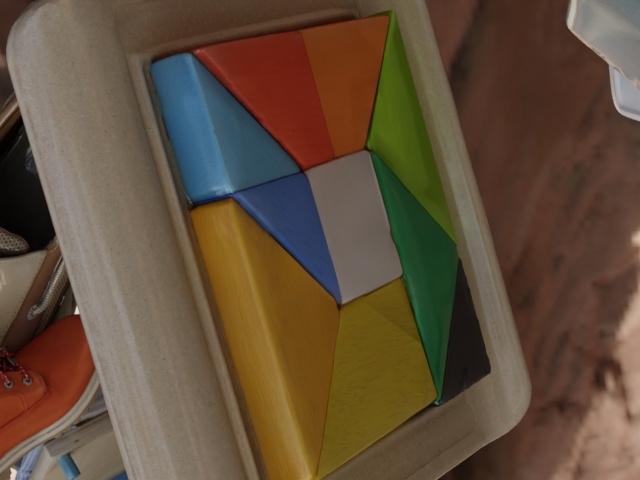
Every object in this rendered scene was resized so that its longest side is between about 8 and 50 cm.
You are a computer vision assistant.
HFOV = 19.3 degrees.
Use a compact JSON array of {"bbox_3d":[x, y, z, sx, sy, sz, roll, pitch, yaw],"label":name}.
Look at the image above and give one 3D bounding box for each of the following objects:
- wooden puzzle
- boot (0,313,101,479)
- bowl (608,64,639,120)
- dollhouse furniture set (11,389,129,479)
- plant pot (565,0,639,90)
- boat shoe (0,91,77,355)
[{"bbox_3d":[0.000,0.000,0.714,0.044,0.238,0.221,-13,95,35],"label":"wooden puzzle"},{"bbox_3d":[-0.196,0.091,1.164,0.059,0.158,0.085,26,153,41],"label":"boot"},{"bbox_3d":[0.328,-0.166,1.778,0.142,0.053,0.142,17,126,38],"label":"bowl"},{"bbox_3d":[-0.141,0.054,1.385,0.198,0.303,0.286,58,156,13],"label":"dollhouse furniture set"},{"bbox_3d":[0.343,-0.213,1.400,0.248,0.252,0.247,-46,74,-1],"label":"plant pot"},{"bbox_3d":[-0.209,0.003,1.205,0.123,0.116,0.324,35,95,21],"label":"boat shoe"}]
